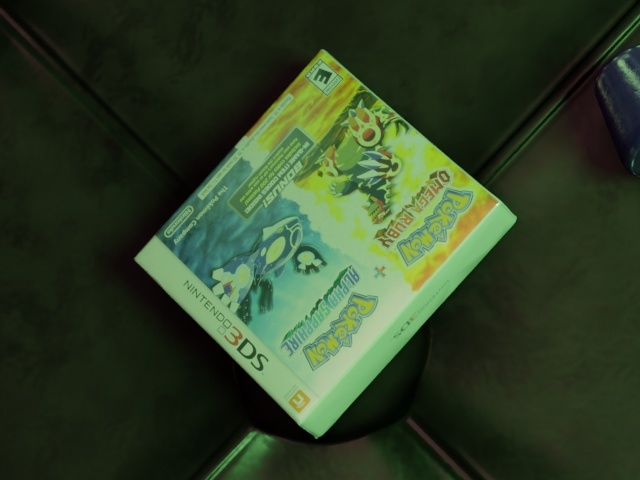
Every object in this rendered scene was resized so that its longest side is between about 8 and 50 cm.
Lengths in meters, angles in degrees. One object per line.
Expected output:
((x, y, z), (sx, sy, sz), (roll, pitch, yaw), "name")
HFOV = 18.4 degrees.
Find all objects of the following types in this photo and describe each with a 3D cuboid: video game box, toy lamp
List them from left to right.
((0.000, 0.000, 1.365), (0.187, 0.048, 0.205), (42, 91, 26), "video game box")
((0.265, -0.010, 1.244), (0.080, 0.080, 0.275), (-35, 65, 8), "toy lamp")
